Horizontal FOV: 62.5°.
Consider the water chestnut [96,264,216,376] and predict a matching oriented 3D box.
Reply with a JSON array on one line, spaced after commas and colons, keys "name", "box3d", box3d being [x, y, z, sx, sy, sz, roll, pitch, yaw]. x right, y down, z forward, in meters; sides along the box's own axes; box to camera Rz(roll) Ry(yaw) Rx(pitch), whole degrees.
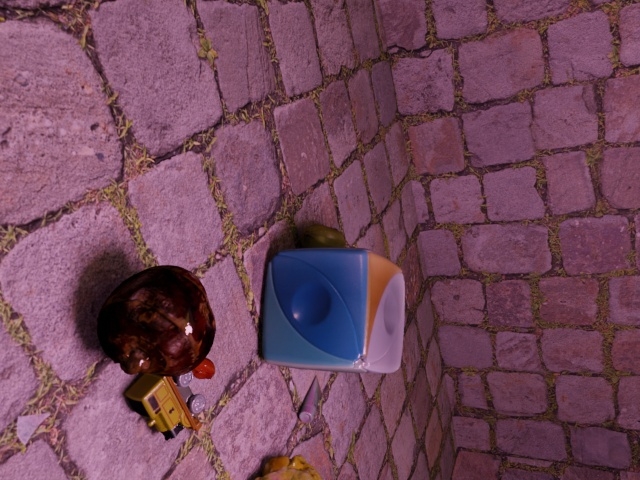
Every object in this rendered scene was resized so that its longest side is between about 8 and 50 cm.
[{"name": "water chestnut", "box3d": [-0.308, 0.151, 1.038, 0.238, 0.223, 0.224, -63, 142, -64]}]

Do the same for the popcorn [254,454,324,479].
[{"name": "popcorn", "box3d": [-0.084, 0.729, 1.453, 0.259, 0.259, 0.212, -18, 118, -63]}]

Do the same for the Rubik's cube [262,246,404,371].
[{"name": "Rubik's cube", "box3d": [0.049, 0.221, 1.607, 0.347, 0.351, 0.352, 31, 57, -60]}]

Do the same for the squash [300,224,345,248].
[{"name": "squash", "box3d": [0.000, 0.000, 1.795, 0.186, 0.123, 0.123, 18, 71, -63]}]

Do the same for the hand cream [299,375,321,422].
[{"name": "hand cream", "box3d": [-0.026, 0.537, 1.774, 0.174, 0.047, 0.076, -59, 138, -62]}]

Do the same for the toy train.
[{"name": "toy train", "box3d": [-0.330, 0.343, 1.131, 0.127, 0.089, 0.219, -45, 128, -44]}]

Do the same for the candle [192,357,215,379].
[{"name": "candle", "box3d": [-0.300, 0.287, 1.235, 0.053, 0.048, 0.162, -63, 144, -18]}]
